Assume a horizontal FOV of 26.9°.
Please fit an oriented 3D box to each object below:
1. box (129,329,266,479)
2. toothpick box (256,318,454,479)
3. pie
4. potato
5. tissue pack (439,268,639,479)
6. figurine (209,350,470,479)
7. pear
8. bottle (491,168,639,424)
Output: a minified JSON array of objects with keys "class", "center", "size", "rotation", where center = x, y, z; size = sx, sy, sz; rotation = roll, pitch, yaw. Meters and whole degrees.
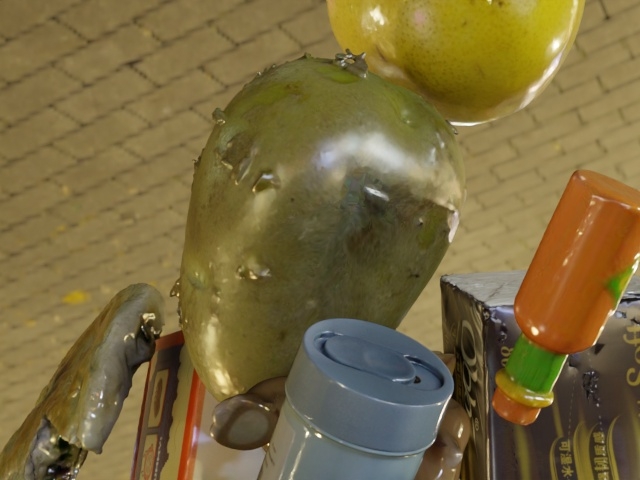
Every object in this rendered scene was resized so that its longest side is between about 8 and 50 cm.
[{"class":"box","center":[-0.027,0.283,1.546],"size":[0.349,0.318,0.257],"rotation":[10,166,-20]},{"class":"toothpick box","center":[0.013,0.139,0.854],"size":[0.101,0.101,0.153],"rotation":[1,120,-37]},{"class":"pie","center":[-0.280,0.189,1.525],"size":[0.075,0.337,0.337],"rotation":[32,139,-15]},{"class":"potato","center":[-0.017,-0.001,1.289],"size":[0.270,0.359,0.219],"rotation":[29,176,-32]},{"class":"tissue pack","center":[0.238,0.209,1.359],"size":[0.210,0.370,0.198],"rotation":[-4,-172,-6]},{"class":"figurine","center":[0.033,0.189,1.136],"size":[0.177,0.173,0.247],"rotation":[3,-170,18]},{"class":"pear","center":[0.135,-0.285,1.430],"size":[0.285,0.285,0.336],"rotation":[-27,132,25]},{"class":"bottle","center":[0.172,0.045,0.945],"size":[0.069,0.069,0.187],"rotation":[4,117,-42]}]
